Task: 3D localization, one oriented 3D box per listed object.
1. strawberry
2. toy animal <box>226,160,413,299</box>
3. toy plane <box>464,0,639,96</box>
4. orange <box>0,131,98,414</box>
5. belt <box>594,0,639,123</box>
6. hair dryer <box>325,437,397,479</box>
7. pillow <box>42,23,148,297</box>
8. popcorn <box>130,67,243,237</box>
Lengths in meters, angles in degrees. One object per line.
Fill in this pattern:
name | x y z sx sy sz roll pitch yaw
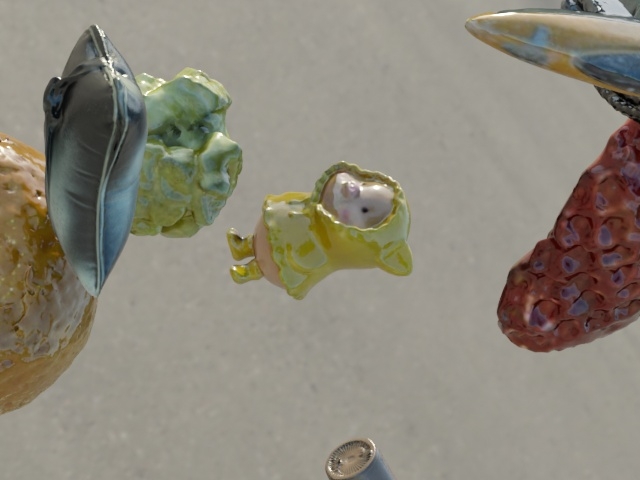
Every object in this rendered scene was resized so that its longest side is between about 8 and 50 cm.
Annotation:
strawberry | 0.300 -0.023 1.468 0.149 0.336 0.265 38 16 6
toy animal | 0.000 -0.004 1.999 0.156 0.230 0.156 -12 90 -83
toy plane | 0.211 -0.073 0.747 0.316 0.204 0.103 13 29 -9
orange | -0.406 0.039 1.804 0.293 0.340 0.340 84 -19 -71
belt | 0.308 -0.142 1.148 0.164 0.184 0.289 21 -3 -26
hair dryer | 0.005 0.304 1.746 0.117 0.182 0.064 62 -10 -31
pillow | -0.124 -0.045 0.906 0.055 0.135 0.091 -22 43 -38
popcorn | -0.169 -0.096 1.692 0.185 0.167 0.187 4 66 -16
